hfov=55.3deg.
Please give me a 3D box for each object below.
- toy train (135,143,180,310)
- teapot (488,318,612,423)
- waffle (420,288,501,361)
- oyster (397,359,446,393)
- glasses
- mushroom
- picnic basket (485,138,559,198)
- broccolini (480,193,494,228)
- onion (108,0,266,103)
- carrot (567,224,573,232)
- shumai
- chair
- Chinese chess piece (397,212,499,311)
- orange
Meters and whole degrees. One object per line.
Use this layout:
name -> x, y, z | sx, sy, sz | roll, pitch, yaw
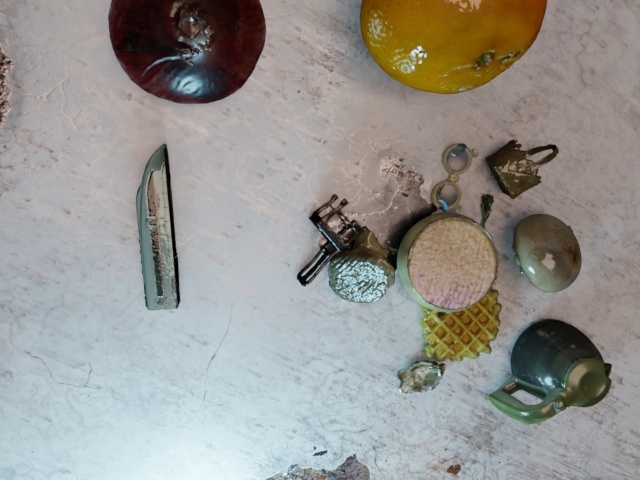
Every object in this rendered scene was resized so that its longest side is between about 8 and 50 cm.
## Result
toy train -> -0.404, -0.032, 1.504 | 0.088, 0.086, 0.406 | -3, 101, -6
teapot -> 0.663, 0.373, 1.742 | 0.322, 0.239, 0.239 | -5, 101, -11
waffle -> 0.407, 0.224, 1.751 | 0.250, 0.056, 0.261 | -5, 100, -12
oyster -> 0.292, 0.386, 1.755 | 0.148, 0.051, 0.103 | -11, 109, 10
glasses -> 0.327, -0.170, 1.595 | 0.088, 0.221, 0.189 | 19, 99, 24
mushroom -> 0.621, 0.039, 1.701 | 0.226, 0.226, 0.178 | 39, 131, -17
picnic basket -> 0.557, -0.213, 1.660 | 0.179, 0.128, 0.137 | -30, 109, 12
broccolini -> 0.459, -0.063, 1.724 | 0.035, 0.030, 0.139 | 10, 103, -6
onion -> -0.287, -0.459, 1.347 | 0.348, 0.285, 0.347 | -5, 113, -13
carrot -> 0.713, 0.022, 1.793 | 0.035, 0.035, 0.142 | 8, 105, -14
shumai -> 0.119, 0.064, 1.615 | 0.161, 0.209, 0.153 | 40, 46, -12
chair -> 0.000, 0.000, 1.588 | 0.229, 0.106, 0.113 | -42, 107, -3
Chinese chess piece -> 0.342, 0.059, 1.648 | 0.270, 0.112, 0.269 | 0, 89, -7
orange -> 0.304, -0.521, 1.396 | 0.424, 0.424, 0.326 | -18, 73, -9
